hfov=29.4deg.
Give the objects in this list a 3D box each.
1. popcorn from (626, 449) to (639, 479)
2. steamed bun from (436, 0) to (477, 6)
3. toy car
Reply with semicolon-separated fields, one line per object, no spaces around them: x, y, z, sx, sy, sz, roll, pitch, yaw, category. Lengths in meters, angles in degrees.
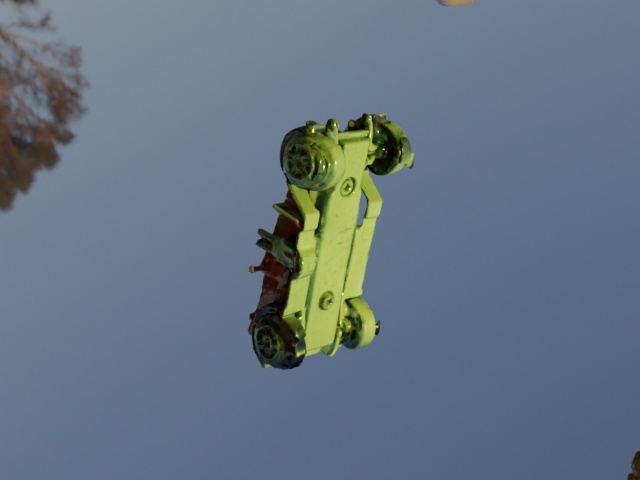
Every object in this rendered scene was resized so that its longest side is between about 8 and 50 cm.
0.312;0.200;1.015;0.109;0.097;0.089;-14;-173;37;popcorn
0.160;-0.353;1.370;0.170;0.152;0.238;-25;-128;8;steamed bun
0.000;0.000;0.652;0.073;0.143;0.054;-14;-148;-42;toy car
